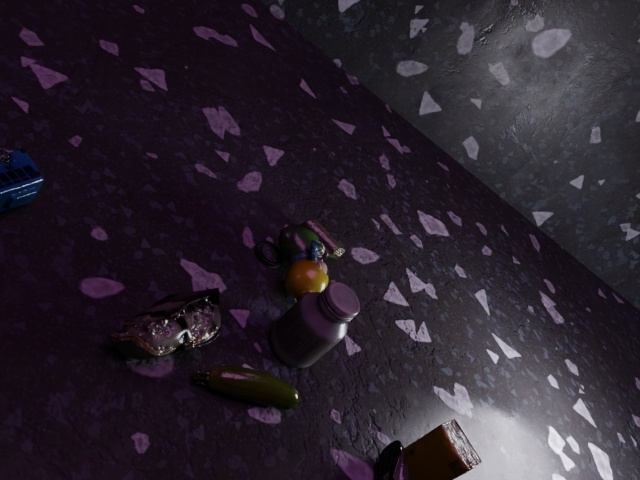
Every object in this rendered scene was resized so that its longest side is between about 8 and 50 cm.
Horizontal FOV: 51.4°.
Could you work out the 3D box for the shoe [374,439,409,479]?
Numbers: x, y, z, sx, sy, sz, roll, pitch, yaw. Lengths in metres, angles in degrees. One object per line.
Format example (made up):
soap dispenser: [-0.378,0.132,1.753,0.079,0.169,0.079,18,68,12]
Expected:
shoe: [0.169,0.548,1.501,0.077,0.074,0.194,46,32,-22]

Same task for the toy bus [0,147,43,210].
toy bus: [-0.642,-0.107,1.301,0.106,0.090,0.185,48,34,4]

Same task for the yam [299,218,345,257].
yam: [0.000,0.000,1.930,0.146,0.070,0.070,47,32,1]

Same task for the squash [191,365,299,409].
squash: [-0.147,0.307,1.410,0.252,0.066,0.066,23,38,-31]

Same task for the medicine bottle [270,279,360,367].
medicine bottle: [-0.009,0.193,1.555,0.135,0.215,0.135,29,35,-23]

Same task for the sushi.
sushi: [-0.304,0.189,1.332,0.273,0.134,0.109,-38,115,-68]

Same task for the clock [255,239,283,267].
clock: [-0.137,0.037,1.776,0.085,0.017,0.085,29,35,-23]

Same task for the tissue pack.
tissue pack: [0.268,0.512,1.553,0.082,0.169,0.120,2,52,-55]

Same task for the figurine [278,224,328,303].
figurine: [-0.029,0.083,1.763,0.185,0.127,0.234,42,19,-56]
